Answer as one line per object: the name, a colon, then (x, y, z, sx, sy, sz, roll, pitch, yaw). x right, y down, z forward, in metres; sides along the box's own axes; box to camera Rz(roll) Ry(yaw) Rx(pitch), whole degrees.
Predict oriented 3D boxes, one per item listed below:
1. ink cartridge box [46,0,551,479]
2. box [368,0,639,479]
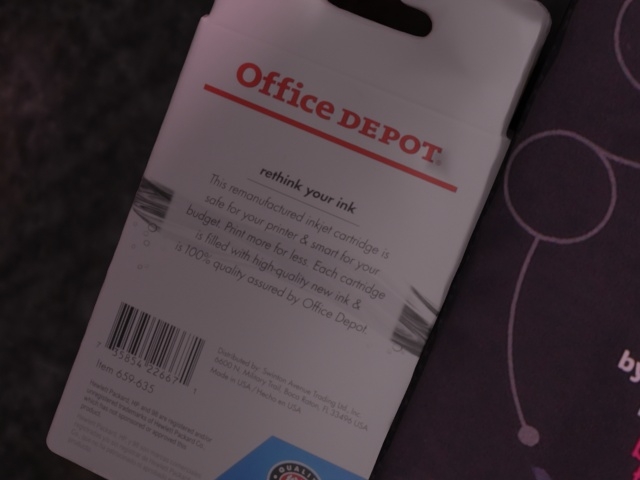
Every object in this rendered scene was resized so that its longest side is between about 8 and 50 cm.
ink cartridge box: (0.000, 0.000, 0.540, 0.104, 0.060, 0.180, 24, 97, 18)
box: (0.136, -0.017, 0.408, 0.165, 0.143, 0.270, 25, 115, 11)
